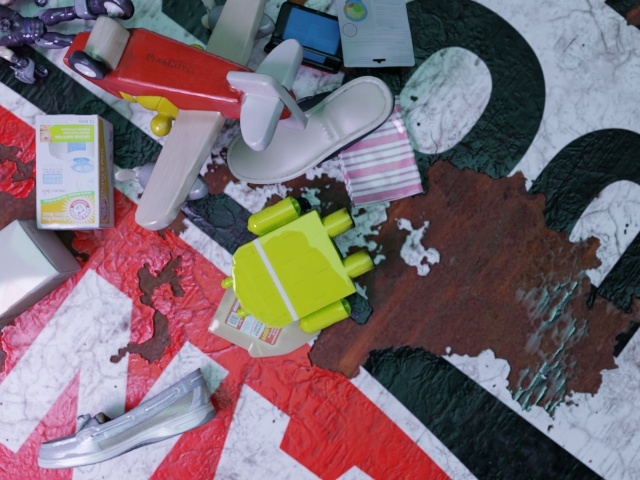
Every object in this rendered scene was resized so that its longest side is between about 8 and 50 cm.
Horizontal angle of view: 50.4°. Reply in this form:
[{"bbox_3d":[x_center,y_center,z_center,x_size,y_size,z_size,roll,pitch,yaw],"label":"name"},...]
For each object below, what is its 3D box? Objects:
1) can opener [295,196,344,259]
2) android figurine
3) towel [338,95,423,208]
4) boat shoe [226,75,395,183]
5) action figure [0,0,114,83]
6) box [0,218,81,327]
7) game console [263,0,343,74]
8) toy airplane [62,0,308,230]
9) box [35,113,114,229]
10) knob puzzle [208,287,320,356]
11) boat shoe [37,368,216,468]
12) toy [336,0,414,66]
[{"bbox_3d":[0.000,0.000,1.287,0.186,0.073,0.059,53,47,-1],"label":"can opener"},{"bbox_3d":[-0.046,0.053,1.237,0.273,0.056,0.248,-28,96,7],"label":"android figurine"},{"bbox_3d":[0.106,-0.170,1.299,0.144,0.029,0.197,-15,90,-3],"label":"towel"},{"bbox_3d":[-0.013,-0.201,1.246,0.340,0.113,0.127,-27,91,25],"label":"boat shoe"},{"bbox_3d":[-0.508,-0.384,1.246,0.285,0.099,0.185,-1,97,2],"label":"action figure"},{"bbox_3d":[-0.604,0.099,1.215,0.311,0.148,0.121,-37,92,-1],"label":"box"},{"bbox_3d":[-0.021,-0.380,1.269,0.144,0.124,0.085,17,116,-2],"label":"game console"},{"bbox_3d":[-0.200,-0.252,1.166,0.386,0.272,0.384,-26,75,-5],"label":"toy airplane"},{"bbox_3d":[-0.445,-0.120,1.240,0.114,0.103,0.203,0,90,-2],"label":"box"},{"bbox_3d":[-0.089,0.131,1.291,0.213,0.030,0.213,0,89,-2],"label":"knob puzzle"},{"bbox_3d":[-0.356,0.331,1.243,0.320,0.118,0.103,-17,85,-6],"label":"boat shoe"},{"bbox_3d":[0.091,-0.431,1.281,0.137,0.056,0.237,-5,83,-13],"label":"toy"}]
